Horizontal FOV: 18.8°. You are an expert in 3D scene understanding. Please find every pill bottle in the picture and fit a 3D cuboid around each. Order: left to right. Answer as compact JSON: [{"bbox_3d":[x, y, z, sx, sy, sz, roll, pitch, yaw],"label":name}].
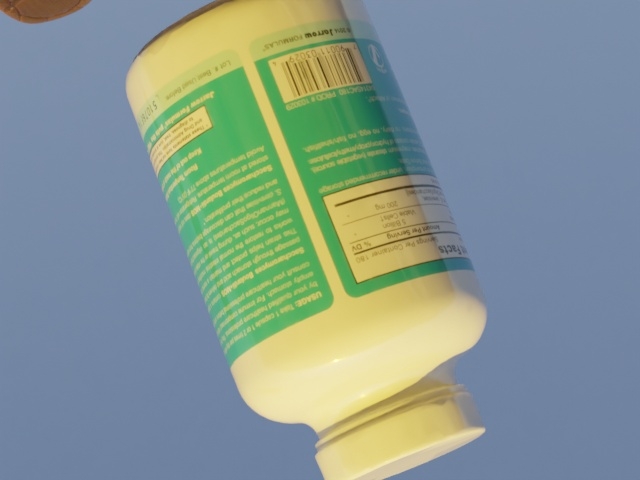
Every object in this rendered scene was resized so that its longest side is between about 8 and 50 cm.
[{"bbox_3d":[0.000,0.000,1.069,0.146,0.146,0.264,-21,-102,0],"label":"pill bottle"}]

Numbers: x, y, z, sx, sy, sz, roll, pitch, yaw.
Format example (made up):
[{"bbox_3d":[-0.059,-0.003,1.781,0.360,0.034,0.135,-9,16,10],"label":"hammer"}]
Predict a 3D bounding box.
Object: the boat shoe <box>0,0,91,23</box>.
[{"bbox_3d":[-0.221,-0.233,1.237,0.095,0.257,0.095,-16,-112,3],"label":"boat shoe"}]
